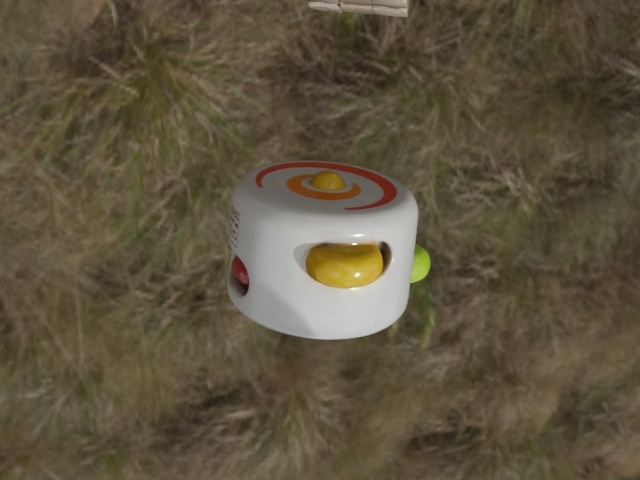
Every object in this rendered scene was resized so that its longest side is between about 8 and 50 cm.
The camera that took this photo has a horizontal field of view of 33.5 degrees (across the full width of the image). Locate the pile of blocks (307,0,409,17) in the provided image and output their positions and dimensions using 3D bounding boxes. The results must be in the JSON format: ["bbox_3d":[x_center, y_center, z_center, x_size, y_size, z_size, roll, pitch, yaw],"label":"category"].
[{"bbox_3d":[0.066,-0.295,0.645,0.113,0.362,0.149,7,158,6],"label":"pile of blocks"}]

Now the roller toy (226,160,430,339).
[{"bbox_3d":[0.000,0.000,1.082,0.191,0.209,0.146,15,114,24],"label":"roller toy"}]
